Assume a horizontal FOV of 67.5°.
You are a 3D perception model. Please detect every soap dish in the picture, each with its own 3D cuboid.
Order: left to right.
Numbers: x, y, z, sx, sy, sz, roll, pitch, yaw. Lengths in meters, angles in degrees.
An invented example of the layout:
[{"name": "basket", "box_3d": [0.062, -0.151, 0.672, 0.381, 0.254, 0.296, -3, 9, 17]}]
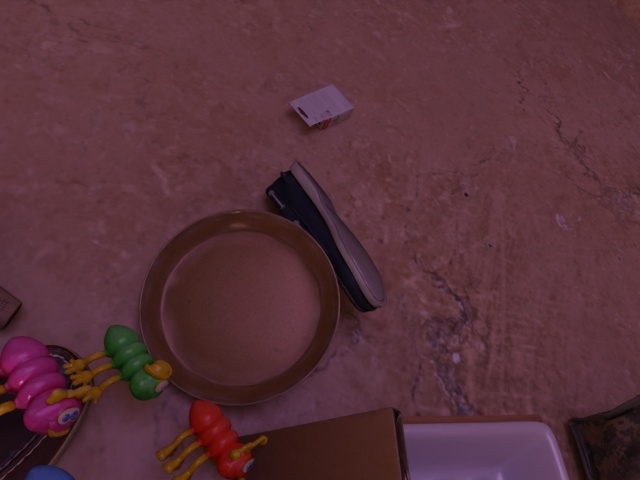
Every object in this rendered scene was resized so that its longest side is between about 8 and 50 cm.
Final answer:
[{"name": "soap dish", "box_3d": [0.142, 0.316, 0.522, 0.291, 0.118, 0.228, 7, 58, -20]}]

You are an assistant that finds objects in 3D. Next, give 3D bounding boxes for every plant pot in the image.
[{"name": "plant pot", "box_3d": [-0.095, 0.077, 0.582, 0.237, 0.032, 0.236, 1, 70, -3]}]

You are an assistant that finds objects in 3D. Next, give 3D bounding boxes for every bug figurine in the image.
[{"name": "bug figurine", "box_3d": [-0.167, 0.161, 0.410, 0.216, 0.072, 0.279, 45, 9, 16]}]

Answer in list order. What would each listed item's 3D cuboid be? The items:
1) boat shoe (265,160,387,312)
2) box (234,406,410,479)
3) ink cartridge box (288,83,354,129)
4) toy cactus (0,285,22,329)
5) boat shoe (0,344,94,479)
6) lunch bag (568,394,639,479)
[{"name": "boat shoe", "box_3d": [0.000, 0.000, 0.666, 0.254, 0.079, 0.095, 57, 13, 22]}, {"name": "box", "box_3d": [-0.004, 0.259, 0.457, 0.021, 0.201, 0.164, 34, 43, -46]}, {"name": "ink cartridge box", "box_3d": [-0.001, -0.233, 0.853, 0.115, 0.029, 0.062, -33, 77, -34]}, {"name": "toy cactus", "box_3d": [-0.396, 0.026, 0.485, 0.181, 0.112, 0.218, 33, 35, -18]}, {"name": "boat shoe", "box_3d": [-0.338, 0.205, 0.379, 0.123, 0.123, 0.342, 45, 53, 7]}, {"name": "lunch bag", "box_3d": [0.501, 0.364, 0.616, 0.236, 0.169, 0.286, 9, 53, -18]}]
